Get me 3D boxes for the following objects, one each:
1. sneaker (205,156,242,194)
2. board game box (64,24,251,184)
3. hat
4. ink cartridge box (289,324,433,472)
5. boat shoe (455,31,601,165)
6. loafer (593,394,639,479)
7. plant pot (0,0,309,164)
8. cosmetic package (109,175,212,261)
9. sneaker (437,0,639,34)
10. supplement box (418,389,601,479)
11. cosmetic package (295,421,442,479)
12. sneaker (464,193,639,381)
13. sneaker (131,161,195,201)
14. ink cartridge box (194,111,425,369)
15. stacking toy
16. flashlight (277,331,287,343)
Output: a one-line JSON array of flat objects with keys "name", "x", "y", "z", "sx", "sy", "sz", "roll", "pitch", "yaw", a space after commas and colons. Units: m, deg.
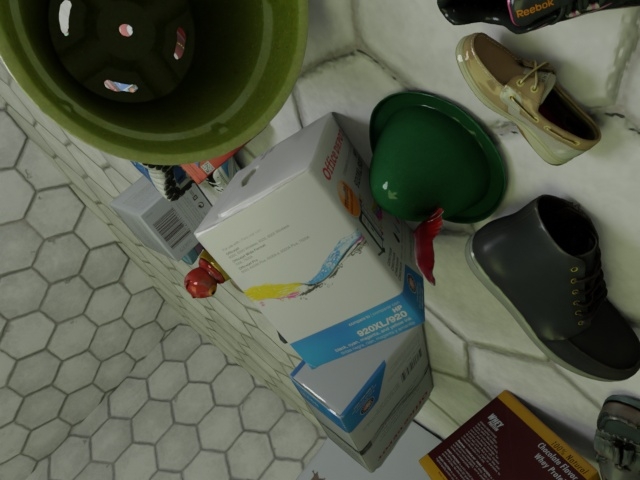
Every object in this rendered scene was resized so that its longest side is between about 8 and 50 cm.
[{"name": "sneaker", "x": -0.182, "y": -0.123, "z": 0.932, "sx": 0.085, "sy": 0.086, "sz": 0.237, "roll": 31, "pitch": 157, "yaw": 23}, {"name": "board game box", "x": -0.225, "y": -0.230, "z": 0.768, "sx": 0.145, "sy": 0.027, "sz": 0.281, "roll": -34, "pitch": 106, "yaw": 24}, {"name": "hat", "x": 0.070, "y": -0.033, "z": 0.535, "sx": 0.173, "sy": 0.183, "sz": 0.208, "roll": 37, "pitch": 157, "yaw": 14}, {"name": "ink cartridge box", "x": 0.094, "y": 0.274, "z": 1.004, "sx": 0.129, "sy": 0.223, "sz": 0.307, "roll": 28, "pitch": 154, "yaw": 34}, {"name": "boat shoe", "x": 0.165, "y": -0.116, "z": 0.411, "sx": 0.135, "sy": 0.050, "sz": 0.045, "roll": 37, "pitch": 156, "yaw": -14}, {"name": "loafer", "x": 0.422, "y": 0.313, "z": 0.707, "sx": 0.096, "sy": 0.084, "sz": 0.267, "roll": 17, "pitch": 147, "yaw": 47}, {"name": "plant pot", "x": -0.188, "y": -0.233, "z": 0.556, "sx": 0.276, "sy": 0.276, "sz": 0.254, "roll": 55, "pitch": 167, "yaw": -28}, {"name": "cosmetic package", "x": -0.371, "y": -0.068, "z": 1.260, "sx": 0.183, "sy": 0.151, "sz": 0.151, "roll": 18, "pitch": 147, "yaw": 46}, {"name": "sneaker", "x": 0.150, "y": -0.156, "z": 0.318, "sx": 0.178, "sy": 0.077, "sz": 0.072, "roll": 14, "pitch": 145, "yaw": 49}, {"name": "supplement box", "x": 0.304, "y": 0.388, "z": 0.839, "sx": 0.129, "sy": 0.194, "sz": 0.191, "roll": 57, "pitch": 172, "yaw": -33}, {"name": "cosmetic package", "x": 0.192, "y": 0.710, "z": 1.497, "sx": 0.327, "sy": 0.329, "sz": 0.394, "roll": 27, "pitch": 154, "yaw": 36}, {"name": "sneaker", "x": 0.256, "y": 0.056, "z": 0.522, "sx": 0.222, "sy": 0.083, "sz": 0.118, "roll": 40, "pitch": 154, "yaw": 0}, {"name": "sneaker", "x": -0.334, "y": -0.200, "z": 0.989, "sx": 0.147, "sy": 0.130, "sz": 0.330, "roll": 35, "pitch": 157, "yaw": 12}, {"name": "ink cartridge box", "x": 0.000, "y": 0.000, "z": 0.656, "sx": 0.168, "sy": 0.171, "sz": 0.233, "roll": -28, "pitch": 114, "yaw": 24}, {"name": "stacking toy", "x": -0.316, "y": 0.081, "z": 1.471, "sx": 0.279, "sy": 0.130, "sz": 0.309, "roll": 27, "pitch": 154, "yaw": 35}, {"name": "flashlight", "x": -0.059, "y": 0.044, "z": 0.940, "sx": 0.103, "sy": 0.103, "sz": 0.304, "roll": -5, "pitch": 126, "yaw": 17}]
